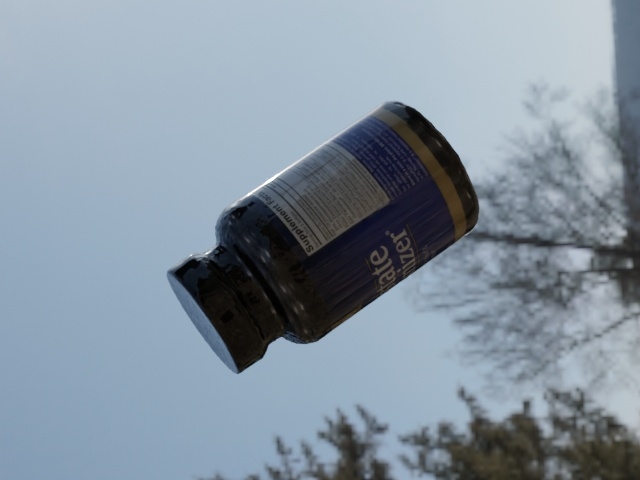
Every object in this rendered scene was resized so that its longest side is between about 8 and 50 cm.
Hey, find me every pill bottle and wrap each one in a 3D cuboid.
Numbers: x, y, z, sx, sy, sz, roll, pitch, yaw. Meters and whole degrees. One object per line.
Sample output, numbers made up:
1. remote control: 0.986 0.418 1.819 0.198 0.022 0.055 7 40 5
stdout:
1. pill bottle: 0.000 0.000 0.973 0.123 0.219 0.123 51 166 18
